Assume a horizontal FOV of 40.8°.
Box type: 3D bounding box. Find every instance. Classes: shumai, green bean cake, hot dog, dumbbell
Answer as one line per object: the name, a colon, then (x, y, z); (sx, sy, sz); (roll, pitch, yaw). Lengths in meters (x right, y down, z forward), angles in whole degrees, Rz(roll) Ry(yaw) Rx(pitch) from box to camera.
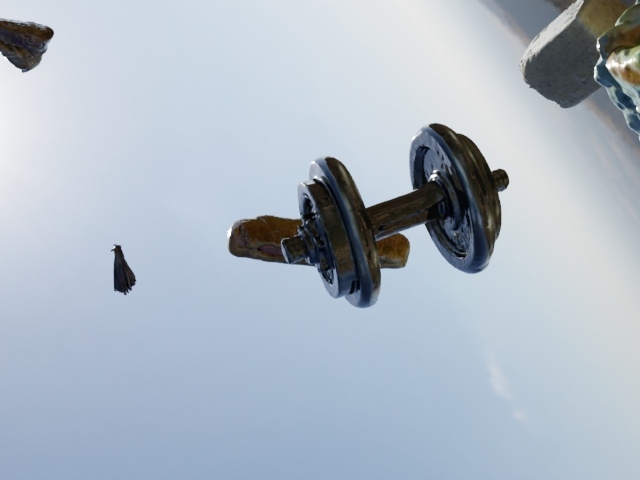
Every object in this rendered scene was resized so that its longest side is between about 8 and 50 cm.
shumai: (-0.566, -0.371, 1.607); (0.123, 0.139, 0.105); (-10, -89, -57)
green bean cake: (0.378, -0.275, 1.250); (0.109, 0.085, 0.179); (36, 157, -7)
hot dog: (-0.001, 0.002, 1.328); (0.088, 0.285, 0.061); (-98, 14, -56)
dumbbell: (0.092, -0.030, 1.022); (0.192, 0.289, 0.192); (162, 90, -78)

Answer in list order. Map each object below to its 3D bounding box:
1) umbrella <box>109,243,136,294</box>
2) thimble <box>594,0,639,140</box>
umbrella: (-0.234, 0.035, 1.013); (0.020, 0.031, 0.083); (40, 147, 40)
thimble: (0.434, -0.213, 0.879); (0.167, 0.288, 0.254); (50, -161, -13)
